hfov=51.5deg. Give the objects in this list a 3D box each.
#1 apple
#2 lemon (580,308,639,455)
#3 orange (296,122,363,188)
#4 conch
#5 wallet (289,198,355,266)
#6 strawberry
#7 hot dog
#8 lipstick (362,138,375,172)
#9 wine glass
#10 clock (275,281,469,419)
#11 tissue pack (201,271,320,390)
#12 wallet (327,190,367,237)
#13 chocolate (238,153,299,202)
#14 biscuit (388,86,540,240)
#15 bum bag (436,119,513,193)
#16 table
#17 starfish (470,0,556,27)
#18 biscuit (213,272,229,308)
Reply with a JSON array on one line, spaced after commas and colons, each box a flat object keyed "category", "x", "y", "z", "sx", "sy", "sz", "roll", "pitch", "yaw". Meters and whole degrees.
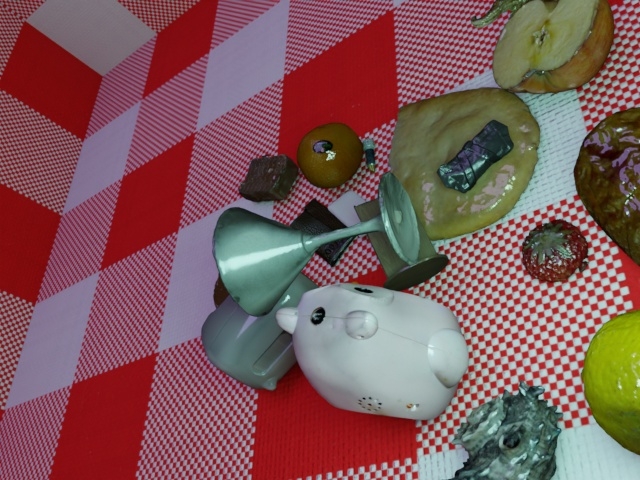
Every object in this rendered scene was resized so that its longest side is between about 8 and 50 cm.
[{"category": "apple", "x": 0.572, "y": -0.450, "z": 1.574, "sx": 0.293, "sy": 0.163, "sz": 0.252, "roll": 3, "pitch": 73, "yaw": 60}, {"category": "lemon", "x": 0.565, "y": 0.228, "z": 1.047, "sx": 0.310, "sy": 0.253, "sz": 0.254, "roll": 7, "pitch": 68, "yaw": 46}, {"category": "orange", "x": 0.028, "y": -0.252, "z": 1.956, "sx": 0.206, "sy": 0.206, "sz": 0.206, "roll": -25, "pitch": 48, "yaw": 31}, {"category": "conch", "x": 0.326, "y": 0.393, "z": 1.235, "sx": 0.240, "sy": 0.186, "sz": 0.313, "roll": -135, "pitch": 66, "yaw": -74}, {"category": "wallet", "x": 0.005, "y": -0.030, "z": 1.941, "sx": 0.133, "sy": 0.039, "sz": 0.243, "roll": -50, "pitch": 42, "yaw": -1}, {"category": "strawberry", "x": 0.486, "y": 0.019, "z": 1.395, "sx": 0.145, "sy": 0.086, "sz": 0.145, "roll": -23, "pitch": 51, "yaw": 31}, {"category": "hot dog", "x": 0.657, "y": -0.083, "z": 1.236, "sx": 0.267, "sy": 0.174, "sz": 0.388, "roll": -45, "pitch": 50, "yaw": 16}, {"category": "lipstick", "x": 0.146, "y": -0.246, "z": 1.957, "sx": 0.037, "sy": 0.037, "sz": 0.116, "roll": -25, "pitch": 53, "yaw": 31}, {"category": "wine glass", "x": 0.000, "y": 0.000, "z": 1.485, "sx": 0.405, "sy": 0.267, "sz": 0.267, "roll": -16, "pitch": 52, "yaw": 23}, {"category": "clock", "x": 0.109, "y": 0.238, "z": 1.396, "sx": 0.368, "sy": 0.376, "sz": 0.251, "roll": -3, "pitch": 66, "yaw": 44}, {"category": "tissue pack", "x": -0.141, "y": 0.226, "z": 1.758, "sx": 0.333, "sy": 0.229, "sz": 0.236, "roll": -50, "pitch": 38, "yaw": 2}, {"category": "wallet", "x": 0.100, "y": -0.077, "z": 1.869, "sx": 0.095, "sy": 0.033, "sz": 0.190, "roll": -39, "pitch": 39, "yaw": -8}, {"category": "chocolate", "x": -0.165, "y": -0.199, "z": 2.185, "sx": 0.214, "sy": 0.093, "sz": 0.149, "roll": 4, "pitch": 68, "yaw": 47}, {"category": "biscuit", "x": 0.335, "y": -0.197, "z": 1.678, "sx": 0.445, "sy": 0.104, "sz": 0.430, "roll": -2, "pitch": 63, "yaw": 44}, {"category": "bum bag", "x": 0.364, "y": -0.191, "z": 1.545, "sx": 0.197, "sy": 0.049, "sz": 0.087, "roll": -44, "pitch": 76, "yaw": 4}, {"category": "table", "x": 0.184, "y": -0.013, "z": 1.596, "sx": 0.167, "sy": 0.167, "sz": 0.227, "roll": -34, "pitch": 65, "yaw": 23}, {"category": "starfish", "x": 0.514, "y": -0.635, "z": 1.663, "sx": 0.311, "sy": 0.303, "sz": 0.113, "roll": -30, "pitch": 46, "yaw": 16}, {"category": "biscuit", "x": -0.256, "y": 0.134, "z": 2.083, "sx": 0.225, "sy": 0.042, "sz": 0.226, "roll": -24, "pitch": 51, "yaw": 32}]
